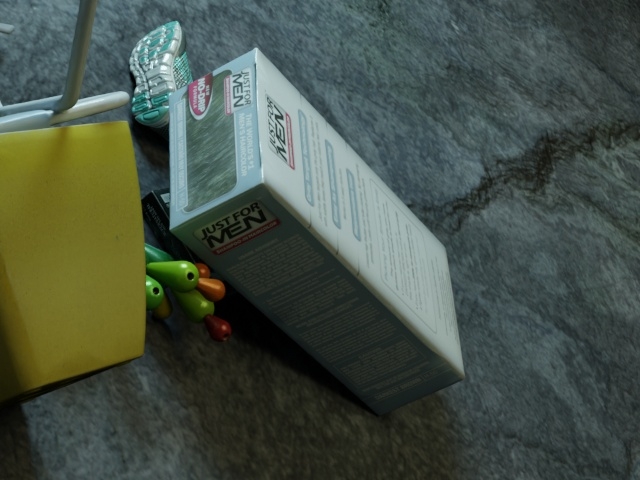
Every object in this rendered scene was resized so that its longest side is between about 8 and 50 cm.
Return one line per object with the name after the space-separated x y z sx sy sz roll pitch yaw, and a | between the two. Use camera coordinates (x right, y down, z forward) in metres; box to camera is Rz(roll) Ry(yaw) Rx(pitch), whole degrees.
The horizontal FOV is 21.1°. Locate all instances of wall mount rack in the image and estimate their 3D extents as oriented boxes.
-0.297 -0.121 1.284 0.350 0.304 0.130 -19 97 -29 | wall mount rack

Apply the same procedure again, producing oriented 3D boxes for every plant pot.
-0.258 0.035 1.346 0.212 0.212 0.187 -12 82 -58 | plant pot

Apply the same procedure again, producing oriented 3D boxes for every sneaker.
-0.161 -0.163 1.833 0.076 0.065 0.166 50 29 -39 | sneaker

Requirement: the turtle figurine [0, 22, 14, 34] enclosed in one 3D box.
-0.379 -0.293 1.515 0.274 0.198 0.266 45 34 -7 | turtle figurine

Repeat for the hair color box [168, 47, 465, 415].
0.000 0.000 1.739 0.374 0.113 0.185 45 29 -41 | hair color box

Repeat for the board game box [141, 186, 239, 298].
-0.097 -0.005 1.774 0.126 0.026 0.186 59 30 9 | board game box

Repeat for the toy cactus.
-0.186 0.015 1.581 0.219 0.112 0.180 20 24 -40 | toy cactus
